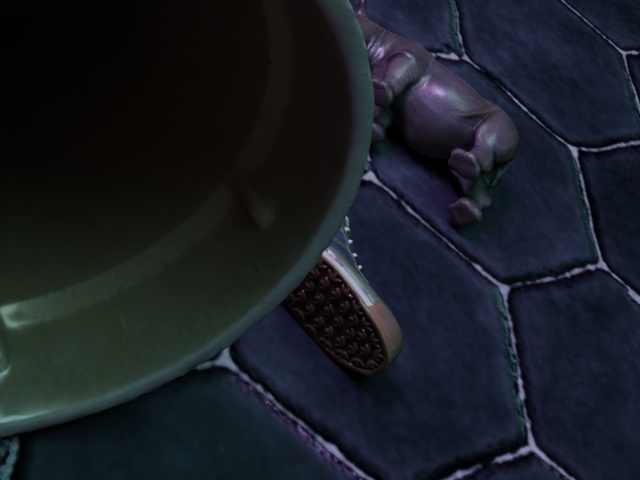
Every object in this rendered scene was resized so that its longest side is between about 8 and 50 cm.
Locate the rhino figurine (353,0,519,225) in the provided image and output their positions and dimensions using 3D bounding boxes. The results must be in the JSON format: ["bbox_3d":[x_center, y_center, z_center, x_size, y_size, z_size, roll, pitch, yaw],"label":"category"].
[{"bbox_3d":[0.068,-0.127,0.949,0.243,0.073,0.106,42,44,1],"label":"rhino figurine"}]

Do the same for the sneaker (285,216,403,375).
[{"bbox_3d":[0.000,0.000,0.787,0.192,0.064,0.086,45,45,8],"label":"sneaker"}]

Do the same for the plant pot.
[{"bbox_3d":[-0.183,-0.118,0.584,0.334,0.334,0.305,7,40,-35],"label":"plant pot"}]
